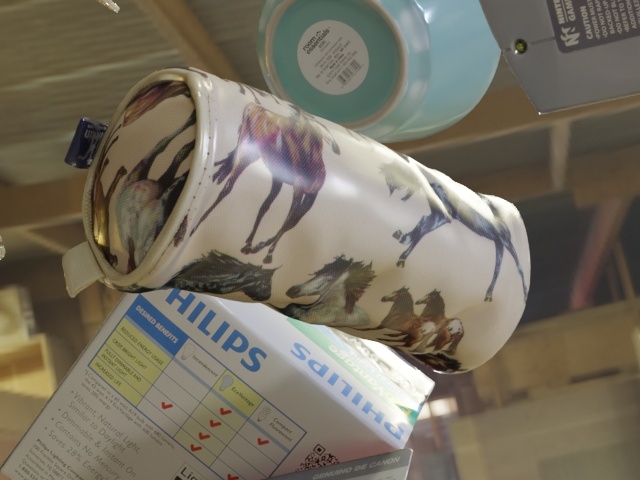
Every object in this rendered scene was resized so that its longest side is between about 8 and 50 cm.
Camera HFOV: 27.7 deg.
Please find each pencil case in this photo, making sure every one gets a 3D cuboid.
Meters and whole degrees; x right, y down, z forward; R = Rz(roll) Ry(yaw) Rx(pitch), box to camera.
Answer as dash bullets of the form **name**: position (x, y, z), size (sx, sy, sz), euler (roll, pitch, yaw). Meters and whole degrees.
- **pencil case**: position (0.000, 0.000, 1.033), size (0.410, 0.160, 0.183), euler (19, -49, -42)

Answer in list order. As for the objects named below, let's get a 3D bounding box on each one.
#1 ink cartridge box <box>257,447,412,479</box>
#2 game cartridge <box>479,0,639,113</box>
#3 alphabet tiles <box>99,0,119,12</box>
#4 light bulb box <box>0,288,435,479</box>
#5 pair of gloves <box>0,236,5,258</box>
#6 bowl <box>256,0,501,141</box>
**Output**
- **ink cartridge box**: position (-0.034, 0.372, 1.326), size (0.309, 0.130, 0.272), euler (-16, 28, 24)
- **game cartridge**: position (0.209, -0.257, 1.038), size (0.196, 0.294, 0.060), euler (-10, 12, 29)
- **alphabet tiles**: position (-0.401, -0.390, 1.739), size (0.021, 0.278, 0.284), euler (-57, 0, 2)
- **light bulb box**: position (-0.118, 0.223, 1.556), size (0.361, 0.358, 0.225), euler (-52, -3, 20)
- **pair of gloves**: position (-0.487, 0.006, 1.607), size (0.042, 0.204, 0.240), euler (25, -35, 22)
- **bowl**: position (0.048, -0.240, 1.554), size (0.311, 0.311, 0.163), euler (-20, 14, 30)
